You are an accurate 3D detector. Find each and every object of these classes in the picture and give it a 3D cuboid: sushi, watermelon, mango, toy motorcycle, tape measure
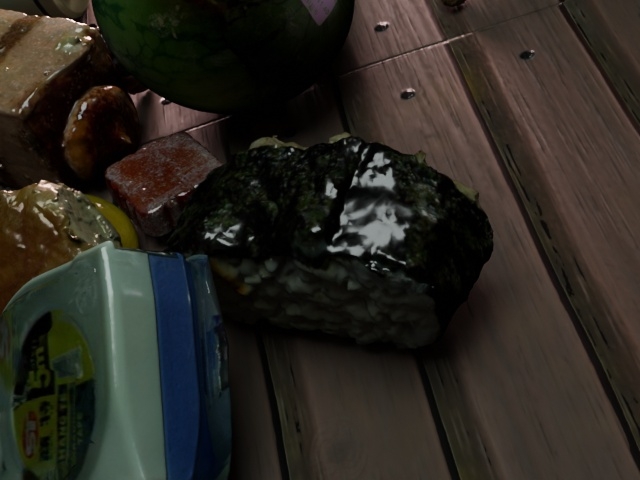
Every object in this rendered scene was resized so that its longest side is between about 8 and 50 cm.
[{"bbox_3d":[0.000,0.000,1.117,0.350,0.211,0.170,3,56,35],"label":"sushi"},{"bbox_3d":[-0.131,-0.332,1.387,0.363,0.363,0.363,-11,46,11],"label":"watermelon"},{"bbox_3d":[-0.305,-0.001,1.323,0.191,0.085,0.122,16,46,19],"label":"mango"},{"bbox_3d":[-0.332,-0.266,1.568,0.212,0.118,0.084,7,71,41],"label":"toy motorcycle"},{"bbox_3d":[-0.231,0.151,1.032,0.262,0.138,0.259,-17,70,32],"label":"tape measure"}]

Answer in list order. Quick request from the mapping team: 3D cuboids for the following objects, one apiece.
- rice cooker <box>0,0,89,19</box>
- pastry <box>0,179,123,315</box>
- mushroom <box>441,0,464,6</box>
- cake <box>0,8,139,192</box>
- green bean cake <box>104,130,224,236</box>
[{"bbox_3d":[-0.502,-0.458,1.718,0.244,0.226,0.226,-8,47,14],"label":"rice cooker"},{"bbox_3d":[-0.319,0.041,1.217,0.229,0.100,0.218,13,93,22],"label":"pastry"},{"bbox_3d":[0.203,-0.440,1.521,0.227,0.148,0.217,16,72,38],"label":"mushroom"},{"bbox_3d":[-0.392,-0.185,1.446,0.293,0.198,0.196,15,53,30],"label":"cake"},{"bbox_3d":[-0.197,-0.073,1.354,0.136,0.056,0.135,-31,44,-20],"label":"green bean cake"}]
